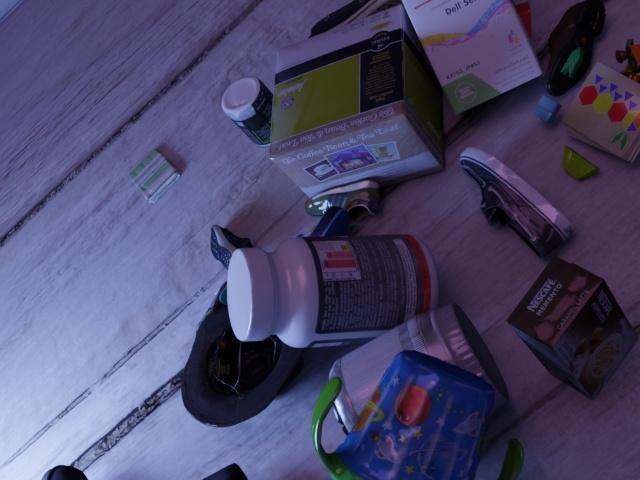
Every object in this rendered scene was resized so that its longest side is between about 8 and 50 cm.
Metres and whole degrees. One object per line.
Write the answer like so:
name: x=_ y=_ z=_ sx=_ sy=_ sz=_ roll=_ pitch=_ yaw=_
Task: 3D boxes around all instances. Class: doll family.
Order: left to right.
doll family: x=0.630 y=-0.305 z=1.775 sx=0.111 sy=0.076 sz=0.193 roll=-11 pitch=59 yaw=21

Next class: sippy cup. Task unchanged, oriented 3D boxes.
sippy cup: x=0.158 y=0.300 z=1.412 sx=0.240 sy=0.305 sz=0.224 roll=26 pitch=95 yaw=41

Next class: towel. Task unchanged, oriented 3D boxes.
towel: x=-0.445 y=-0.174 z=2.424 sx=0.113 sy=0.023 sz=0.152 roll=-44 pitch=46 yaw=-1

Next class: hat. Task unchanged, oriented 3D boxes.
hat: x=-0.129 y=0.258 z=1.877 sx=0.331 sy=0.134 sz=0.331 roll=-24 pitch=47 yaw=28

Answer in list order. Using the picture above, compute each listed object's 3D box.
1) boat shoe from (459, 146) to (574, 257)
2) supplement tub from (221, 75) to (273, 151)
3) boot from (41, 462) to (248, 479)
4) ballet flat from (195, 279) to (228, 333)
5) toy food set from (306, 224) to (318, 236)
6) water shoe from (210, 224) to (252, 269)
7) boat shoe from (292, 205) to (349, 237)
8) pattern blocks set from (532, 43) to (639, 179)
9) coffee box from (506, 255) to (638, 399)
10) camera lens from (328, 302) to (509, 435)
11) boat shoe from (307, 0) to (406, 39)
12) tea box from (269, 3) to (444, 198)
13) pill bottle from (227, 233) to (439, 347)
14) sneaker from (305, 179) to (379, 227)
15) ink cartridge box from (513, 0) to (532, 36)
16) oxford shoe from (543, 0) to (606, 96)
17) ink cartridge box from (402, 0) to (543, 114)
boat shoe: x=0.362 y=-0.075 z=1.789 sx=0.102 sy=0.108 sz=0.301 roll=-43 pitch=55 yaw=0
supplement tub: x=-0.144 y=-0.301 z=2.192 sx=0.117 sy=0.190 sz=0.117 roll=-16 pitch=54 yaw=23
boot: x=-0.347 y=0.552 z=1.815 sx=0.445 sy=0.146 sz=0.367 roll=-30 pitch=60 yaw=19
ballet flat: x=-0.228 y=0.148 z=2.055 sx=0.070 sy=0.070 sz=0.188 roll=19 pitch=70 yaw=39
toy food set: x=0.000 y=0.000 z=2.025 sx=0.082 sy=0.020 sz=0.083 roll=-27 pitch=51 yaw=16
water shoe: x=-0.203 y=0.020 z=2.122 sx=0.203 sy=0.080 sz=0.073 roll=-132 pitch=43 yaw=-57
boat shoe: x=-0.032 y=0.034 z=1.950 sx=0.089 sy=0.109 sz=0.258 roll=28 pitch=85 yaw=34
pattern blocks set: x=0.568 y=-0.247 z=1.747 sx=0.285 sy=0.026 sz=0.325 roll=-54 pitch=48 yaw=23
coffee box: x=0.425 y=0.149 z=1.506 sx=0.098 sy=0.246 sz=0.141 roll=32 pitch=82 yaw=41
camera lens: x=0.168 y=0.262 z=1.619 sx=0.274 sy=0.219 sz=0.219 roll=-31 pitch=50 yaw=13
boat shoe: x=0.159 y=-0.523 z=2.131 sx=0.500 sy=0.187 sz=0.156 roll=-22 pitch=41 yaw=31
tea box: x=0.083 y=-0.297 z=2.024 sx=0.329 sy=0.220 sz=0.323 roll=-14 pitch=55 yaw=26
pill bottle: x=0.021 y=0.095 z=1.707 sx=0.210 sy=0.363 sz=0.210 roll=179 pitch=90 yaw=-70
sneaker: x=0.048 y=-0.068 z=2.007 sx=0.192 sy=0.064 sz=0.086 roll=-17 pitch=64 yaw=30
ink cartridge box: x=0.392 y=-0.549 z=2.095 sx=0.181 sy=0.056 sz=0.224 roll=-13 pitch=54 yaw=27
oxford shoe: x=0.522 y=-0.402 z=1.915 sx=0.096 sy=0.083 sz=0.227 roll=6 pitch=66 yaw=60
ink cartridge box: x=0.306 y=-0.472 z=1.916 sx=0.207 sy=0.353 sz=0.119 roll=-25 pitch=7 yaw=18
